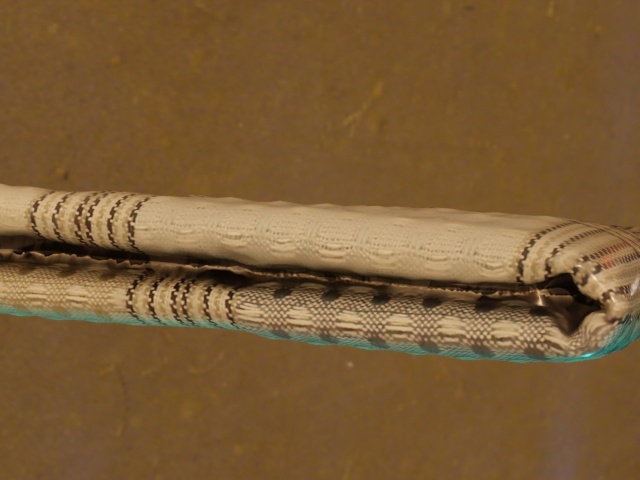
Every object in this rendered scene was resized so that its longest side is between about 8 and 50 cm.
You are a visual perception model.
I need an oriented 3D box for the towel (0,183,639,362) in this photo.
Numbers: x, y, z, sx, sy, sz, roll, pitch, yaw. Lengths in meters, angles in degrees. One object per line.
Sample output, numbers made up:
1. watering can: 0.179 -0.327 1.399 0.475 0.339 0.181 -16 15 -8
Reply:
1. towel: 0.000 0.000 0.559 0.312 0.324 0.056 -5 97 -66
